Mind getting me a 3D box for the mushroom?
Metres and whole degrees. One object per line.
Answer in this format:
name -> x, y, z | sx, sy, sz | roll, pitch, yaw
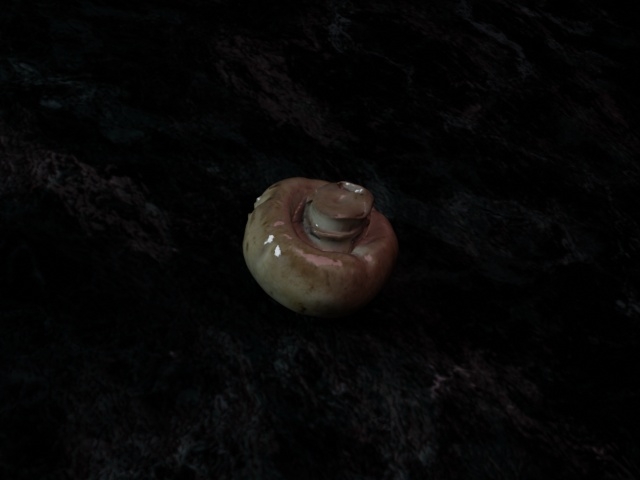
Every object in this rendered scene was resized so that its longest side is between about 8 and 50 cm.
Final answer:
mushroom -> 0.000, 0.000, 0.896 | 0.166, 0.127, 0.166 | 10, 36, -7
